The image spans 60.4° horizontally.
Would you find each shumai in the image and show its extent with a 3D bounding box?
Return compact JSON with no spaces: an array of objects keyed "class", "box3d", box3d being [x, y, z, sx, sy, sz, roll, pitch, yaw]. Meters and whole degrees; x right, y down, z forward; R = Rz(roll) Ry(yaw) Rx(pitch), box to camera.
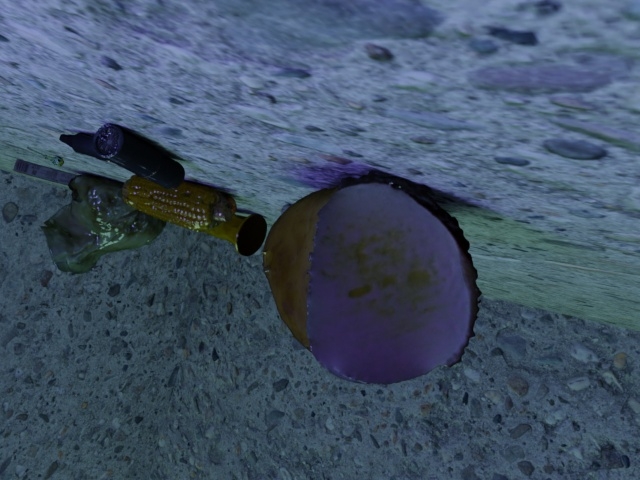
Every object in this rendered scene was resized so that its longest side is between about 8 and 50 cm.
[{"class":"shumai","box3d":[-0.652,-0.020,1.658,0.292,0.288,0.330,4,163,39]}]

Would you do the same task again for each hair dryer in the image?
[{"class":"hair dryer","box3d":[-0.314,-0.133,0.776,0.195,0.050,0.173,17,174,13]}]

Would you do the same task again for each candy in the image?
[{"class":"candy","box3d":[-0.637,-0.196,1.274,0.083,0.025,0.023,28,126,-38]}]

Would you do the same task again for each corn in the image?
[{"class":"corn","box3d":[-0.291,-0.078,1.104,0.262,0.097,0.097,16,177,23]}]

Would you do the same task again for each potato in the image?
[{"class":"potato","box3d":[0.034,0.029,0.671,0.229,0.229,0.266,16,-179,-16]}]

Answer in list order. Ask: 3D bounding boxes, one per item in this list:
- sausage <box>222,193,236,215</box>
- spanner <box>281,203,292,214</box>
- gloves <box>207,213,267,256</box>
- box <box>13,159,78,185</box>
[{"class":"sausage","box3d":[-0.265,-0.079,1.263,0.053,0.053,0.348,17,176,-28]},{"class":"spanner","box3d":[0.080,-0.014,0.993,0.325,0.040,0.096,15,177,28]},{"class":"gloves","box3d":[-0.296,-0.062,1.501,0.294,0.116,0.133,23,153,28]},{"class":"box","box3d":[-0.866,-0.210,1.773,0.218,0.039,0.055,15,175,-7]}]
